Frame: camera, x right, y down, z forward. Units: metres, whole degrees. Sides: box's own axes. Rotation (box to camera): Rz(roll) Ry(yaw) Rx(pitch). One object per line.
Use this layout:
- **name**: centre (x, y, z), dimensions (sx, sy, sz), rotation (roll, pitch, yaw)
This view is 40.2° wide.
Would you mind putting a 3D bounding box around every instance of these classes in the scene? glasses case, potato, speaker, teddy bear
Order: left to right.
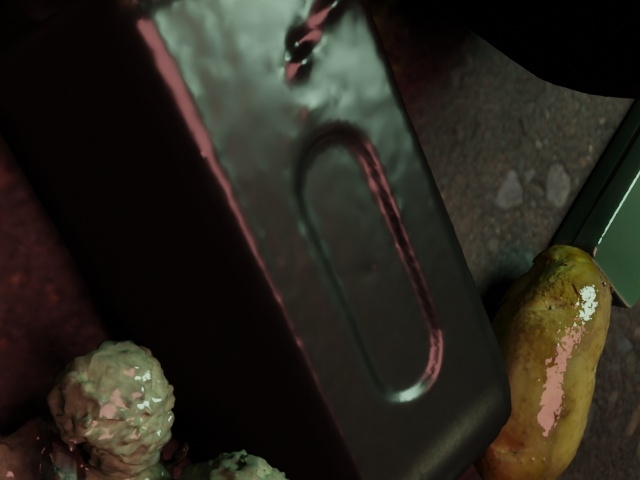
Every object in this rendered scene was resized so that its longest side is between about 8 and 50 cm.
- **teddy bear**: centre (-0.122, 0.141, 0.404), dimensions (0.213, 0.111, 0.133), rotation (-42, 88, 2)
- **speaker**: centre (0.000, 0.000, 0.408), dimensions (0.180, 0.184, 0.388), rotation (-38, 119, -26)
- **potato**: centre (0.147, 0.085, 0.587), dimensions (0.107, 0.080, 0.170), rotation (28, 74, -59)
- **glasses case**: centre (0.250, -0.042, 0.671), dimensions (0.078, 0.039, 0.184), rotation (45, 71, -33)

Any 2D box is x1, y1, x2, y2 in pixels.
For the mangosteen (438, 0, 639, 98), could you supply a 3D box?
- **mangosteen**: centre (0.197, -0.222, 0.419), dimensions (0.347, 0.307, 0.306), rotation (3, 98, 1)
